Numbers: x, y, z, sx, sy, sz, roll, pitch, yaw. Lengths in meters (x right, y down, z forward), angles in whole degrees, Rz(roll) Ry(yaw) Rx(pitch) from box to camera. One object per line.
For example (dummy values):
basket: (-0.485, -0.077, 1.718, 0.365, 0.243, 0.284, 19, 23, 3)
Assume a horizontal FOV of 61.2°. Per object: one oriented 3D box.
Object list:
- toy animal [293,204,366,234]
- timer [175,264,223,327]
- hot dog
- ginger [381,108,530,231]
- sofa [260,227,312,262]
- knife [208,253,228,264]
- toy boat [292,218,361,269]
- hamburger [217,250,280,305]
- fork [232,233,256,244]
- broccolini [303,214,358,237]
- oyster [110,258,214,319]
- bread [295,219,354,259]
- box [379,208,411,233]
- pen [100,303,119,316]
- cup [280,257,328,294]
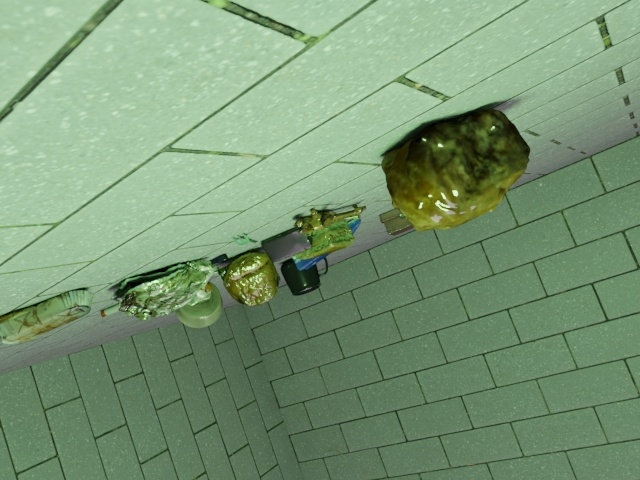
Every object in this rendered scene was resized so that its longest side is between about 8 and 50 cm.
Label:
toy animal: (0.024, -0.064, 1.563, 0.149, 0.054, 0.275, -26, 170, 30)
timer: (-0.423, 0.178, 1.885, 0.175, 0.175, 0.266, -18, 157, -22)
hot dog: (-0.697, 0.190, 1.372, 0.252, 0.069, 0.131, -23, 164, -3)
ginger: (0.270, -0.131, 1.126, 0.269, 0.201, 0.223, -18, 171, -21)
sofa: (-0.105, 0.001, 1.701, 0.147, 0.085, 0.060, -23, -146, 13)
knife: (-0.338, 0.069, 1.682, 0.121, 0.018, 0.031, -22, 180, 19)
toy boat: (0.032, 0.000, 2.021, 0.295, 0.088, 0.129, -35, 169, 18)
hamburger: (-0.230, 0.133, 1.819, 0.183, 0.130, 0.206, -26, 136, -3)
fork: (-0.204, 0.004, 1.555, 0.039, 0.021, 0.235, -18, 173, 5)
broccolini: (0.024, -0.062, 1.646, 0.194, 0.052, 0.054, -20, 139, -17)
oyster: (-0.453, 0.134, 1.556, 0.267, 0.112, 0.198, -4, 143, -41)
bread: (0.000, 0.000, 1.804, 0.196, 0.102, 0.138, -24, 170, 36)
box: (0.361, -0.095, 2.199, 0.215, 0.086, 0.215, -22, 173, 13)
pen: (-0.644, 0.211, 1.845, 0.238, 0.028, 0.028, -22, 173, 11)
cup: (-0.064, 0.153, 2.527, 0.222, 0.177, 0.169, -19, 170, -8)
